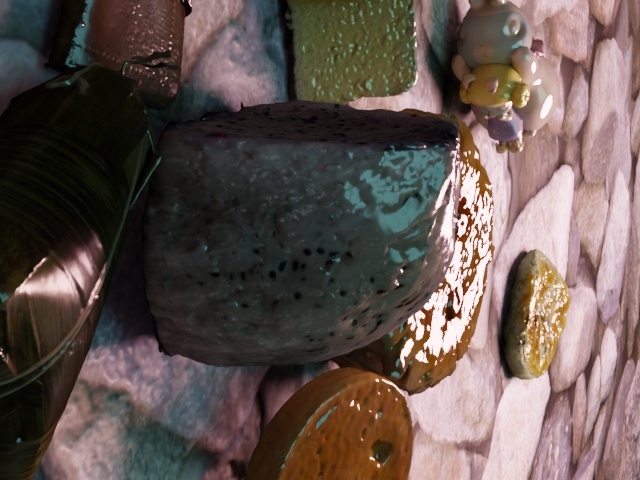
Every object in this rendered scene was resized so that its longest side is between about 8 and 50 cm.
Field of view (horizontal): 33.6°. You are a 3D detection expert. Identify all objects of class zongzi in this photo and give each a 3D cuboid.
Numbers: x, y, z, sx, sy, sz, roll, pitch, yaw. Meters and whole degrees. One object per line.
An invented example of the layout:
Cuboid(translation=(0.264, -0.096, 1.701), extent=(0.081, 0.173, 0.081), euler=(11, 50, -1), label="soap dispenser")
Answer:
Cuboid(translation=(-0.179, 0.024, 0.712), extent=(0.241, 0.111, 0.248), euler=(95, 14, -44), label="zongzi")

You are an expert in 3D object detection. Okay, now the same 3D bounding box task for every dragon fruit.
Cuboid(translation=(0.000, 0.000, 0.856), extent=(0.283, 0.221, 0.204), euler=(-45, 139, -71), label="dragon fruit")

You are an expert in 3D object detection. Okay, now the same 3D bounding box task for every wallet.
Cuboid(translation=(-0.133, -0.232, 0.799), extent=(0.137, 0.031, 0.255), euler=(20, 77, -61), label="wallet")

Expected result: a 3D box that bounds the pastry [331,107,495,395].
Cuboid(translation=(0.094, 0.019, 1.166), extent=(0.329, 0.136, 0.330), euler=(-27, 122, -57), label="pastry")

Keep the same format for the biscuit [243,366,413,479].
Cuboid(translation=(-0.025, 0.287, 1.003), extent=(0.275, 0.052, 0.355), euler=(32, 79, -49), label="biscuit")

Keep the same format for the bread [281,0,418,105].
Cuboid(translation=(0.018, -0.273, 1.089), extent=(0.178, 0.135, 0.240), euler=(-108, -169, -70), label="bread")

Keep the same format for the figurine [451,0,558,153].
Cuboid(translation=(0.233, -0.246, 1.414), extent=(0.155, 0.127, 0.235), euler=(-59, 139, -23), label="figurine")

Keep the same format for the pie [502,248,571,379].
Cuboid(translation=(0.369, 0.126, 1.805), extent=(0.240, 0.054, 0.240), euler=(-18, 111, -58), label="pie")
